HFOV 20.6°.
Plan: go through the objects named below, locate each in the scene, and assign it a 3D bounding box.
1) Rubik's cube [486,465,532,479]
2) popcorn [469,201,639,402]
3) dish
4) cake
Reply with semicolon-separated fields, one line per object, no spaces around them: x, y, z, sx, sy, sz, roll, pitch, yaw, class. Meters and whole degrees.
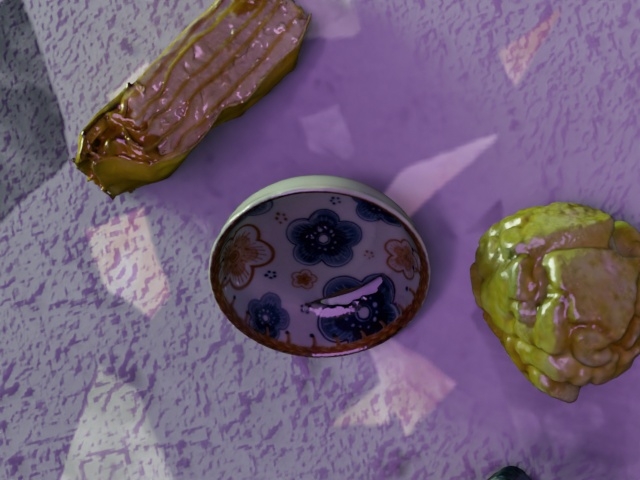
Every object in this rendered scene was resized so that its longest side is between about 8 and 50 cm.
0.085;0.342;1.016;0.293;0.287;0.292;-45;81;12;Rubik's cube
0.153;0.031;1.085;0.106;0.116;0.121;-34;39;-14;popcorn
0.000;0.000;1.141;0.141;0.078;0.141;1;128;1;dish
-0.083;-0.089;1.172;0.080;0.116;0.185;37;69;6;cake
